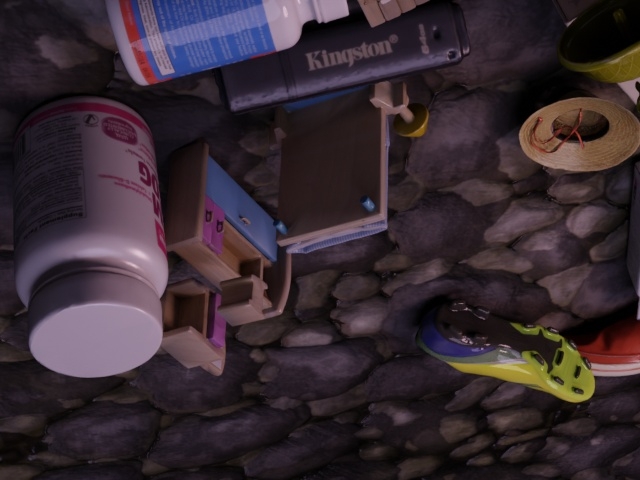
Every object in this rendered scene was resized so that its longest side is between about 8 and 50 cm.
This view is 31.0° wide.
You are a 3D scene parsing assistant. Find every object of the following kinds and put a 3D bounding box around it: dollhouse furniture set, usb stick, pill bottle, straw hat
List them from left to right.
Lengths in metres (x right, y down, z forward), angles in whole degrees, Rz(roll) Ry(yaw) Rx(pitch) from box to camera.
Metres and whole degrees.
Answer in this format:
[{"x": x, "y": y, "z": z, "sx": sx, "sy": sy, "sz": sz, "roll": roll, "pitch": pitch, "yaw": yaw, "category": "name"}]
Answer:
[{"x": -0.249, "y": -0.006, "z": 1.248, "sx": 0.160, "sy": 0.283, "sz": 0.160, "roll": -8, "pitch": 142, "yaw": -6, "category": "pill bottle"}, {"x": -0.089, "y": -0.236, "z": 1.131, "sx": 0.222, "sy": 0.124, "sz": 0.124, "roll": -14, "pitch": 142, "yaw": 4, "category": "pill bottle"}, {"x": 0.000, "y": 0.000, "z": 1.322, "sx": 0.303, "sy": 0.286, "sz": 0.198, "roll": -16, "pitch": 144, "yaw": 24, "category": "dollhouse furniture set"}, {"x": 0.021, "y": -0.199, "z": 1.251, "sx": 0.278, "sy": 0.077, "sz": 0.045, "roll": -13, "pitch": 172, "yaw": 0, "category": "usb stick"}, {"x": 0.315, "y": -0.149, "z": 1.403, "sx": 0.145, "sy": 0.061, "sz": 0.144, "roll": 6, "pitch": 144, "yaw": 4, "category": "straw hat"}]

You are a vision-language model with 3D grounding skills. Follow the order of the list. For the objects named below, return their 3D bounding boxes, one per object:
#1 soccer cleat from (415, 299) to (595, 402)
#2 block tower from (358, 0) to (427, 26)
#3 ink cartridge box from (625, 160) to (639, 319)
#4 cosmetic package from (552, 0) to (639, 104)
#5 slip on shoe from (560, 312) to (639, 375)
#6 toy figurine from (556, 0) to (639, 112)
[{"x": 0.278, "y": 0.173, "z": 1.745, "sx": 0.289, "sy": 0.093, "sz": 0.121, "roll": 23, "pitch": 147, "yaw": -14, "category": "soccer cleat"}, {"x": 0.178, "y": -0.330, "z": 1.114, "sx": 0.336, "sy": 0.097, "sz": 0.091, "roll": -23, "pitch": 141, "yaw": 11, "category": "block tower"}, {"x": 0.598, "y": -0.030, "z": 1.627, "sx": 0.324, "sy": 0.071, "sz": 0.330, "roll": -14, "pitch": 146, "yaw": 1, "category": "ink cartridge box"}, {"x": 0.353, "y": -0.229, "z": 1.235, "sx": 0.113, "sy": 0.160, "sz": 0.309, "roll": -33, "pitch": 139, "yaw": 22, "category": "cosmetic package"}, {"x": 0.517, "y": 0.143, "z": 1.807, "sx": 0.331, "sy": 0.123, "sz": 0.101, "roll": -8, "pitch": 105, "yaw": 7, "category": "slip on shoe"}, {"x": 0.423, "y": -0.189, "z": 1.059, "sx": 0.363, "sy": 0.191, "sz": 0.217, "roll": -36, "pitch": 140, "yaw": 6, "category": "toy figurine"}]
